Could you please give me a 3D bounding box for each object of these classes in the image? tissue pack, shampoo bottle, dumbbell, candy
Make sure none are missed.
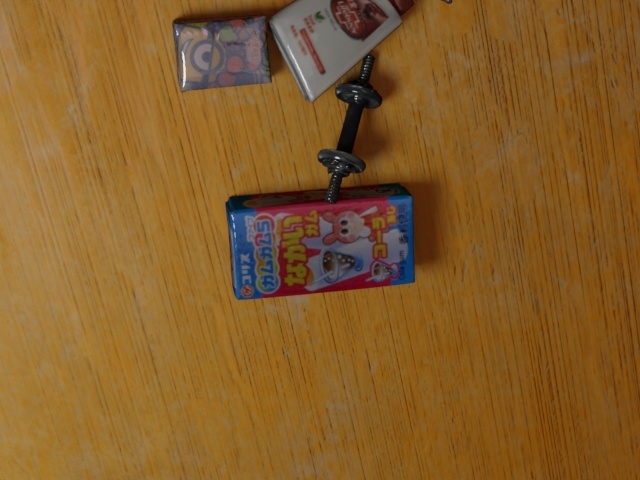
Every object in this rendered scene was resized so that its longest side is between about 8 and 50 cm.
[{"bbox_3d":[-0.156,-0.297,1.630,0.148,0.060,0.108,-5,107,-6],"label":"tissue pack"},{"bbox_3d":[0.068,-0.353,1.639,0.284,0.071,0.153,-30,98,-5],"label":"shampoo bottle"},{"bbox_3d":[0.048,-0.180,1.666,0.082,0.081,0.254,18,81,-13],"label":"dumbbell"},{"bbox_3d":[0.000,0.001,1.718,0.306,0.100,0.157,-4,107,-6],"label":"candy"}]
